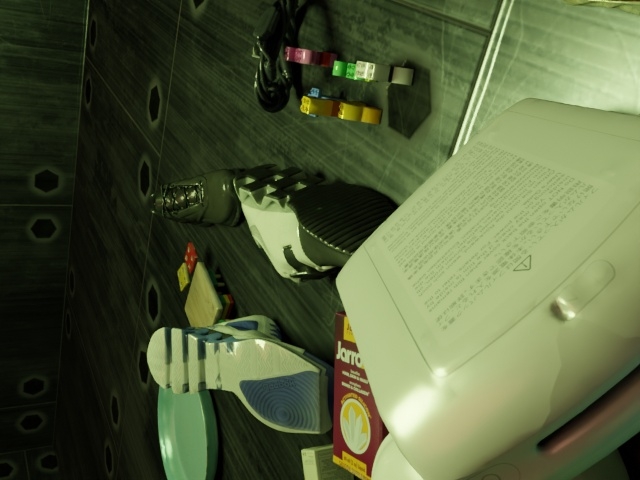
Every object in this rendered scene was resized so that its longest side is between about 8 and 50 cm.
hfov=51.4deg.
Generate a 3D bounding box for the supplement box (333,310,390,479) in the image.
[{"bbox_3d":[0.074,0.181,0.785,0.104,0.081,0.188,4,94,60],"label":"supplement box"}]

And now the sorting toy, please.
[{"bbox_3d":[-0.221,0.127,1.316,0.274,0.046,0.132,57,137,41],"label":"sorting toy"}]

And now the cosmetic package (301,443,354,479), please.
[{"bbox_3d":[0.014,0.342,0.913,0.041,0.060,0.115,-28,66,58],"label":"cosmetic package"}]

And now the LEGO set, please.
[{"bbox_3d":[0.011,-0.200,0.869,0.227,0.093,0.087,32,118,55],"label":"LEGO set"}]

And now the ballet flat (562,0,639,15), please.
[{"bbox_3d":[0.241,-0.205,0.519,0.168,0.052,0.057,26,113,56],"label":"ballet flat"}]

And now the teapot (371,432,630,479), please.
[{"bbox_3d":[0.128,0.238,0.593,0.252,0.187,0.255,-2,90,60],"label":"teapot"}]

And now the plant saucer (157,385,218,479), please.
[{"bbox_3d":[-0.286,0.412,1.441,0.318,0.044,0.317,3,94,60],"label":"plant saucer"}]

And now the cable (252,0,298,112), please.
[{"bbox_3d":[-0.057,-0.279,0.983,0.150,0.047,0.184,84,-165,-51],"label":"cable"}]

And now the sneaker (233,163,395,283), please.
[{"bbox_3d":[0.000,0.000,0.896,0.330,0.123,0.146,30,134,54],"label":"sneaker"}]

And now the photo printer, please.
[{"bbox_3d":[0.137,0.023,0.457,0.256,0.107,0.307,-45,15,7],"label":"photo printer"}]

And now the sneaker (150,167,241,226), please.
[{"bbox_3d":[-0.239,-0.074,1.263,0.286,0.130,0.109,-16,75,57],"label":"sneaker"}]

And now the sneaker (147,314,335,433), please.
[{"bbox_3d":[-0.091,0.179,1.029,0.316,0.182,0.127,9,102,29],"label":"sneaker"}]
